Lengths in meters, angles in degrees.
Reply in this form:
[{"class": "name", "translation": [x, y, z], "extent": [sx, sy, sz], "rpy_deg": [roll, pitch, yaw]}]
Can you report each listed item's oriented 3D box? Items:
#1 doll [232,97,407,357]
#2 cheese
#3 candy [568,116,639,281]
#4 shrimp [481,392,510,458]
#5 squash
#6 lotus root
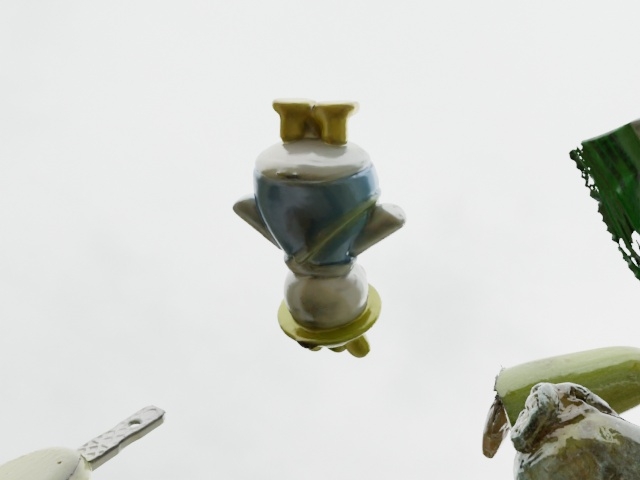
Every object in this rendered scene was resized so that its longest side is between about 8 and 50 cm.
[{"class": "doll", "translation": [0.000, -0.001, 0.877], "extent": [0.135, 0.098, 0.241], "rpy_deg": [-10, -61, -6]}, {"class": "cheese", "translation": [-0.259, 0.234, 1.042], "extent": [0.127, 0.251, 0.054], "rpy_deg": [14, -56, 44]}, {"class": "candy", "translation": [0.317, -0.060, 0.830], "extent": [0.203, 0.078, 0.141], "rpy_deg": [-29, -95, 11]}, {"class": "shrimp", "translation": [0.306, 0.259, 1.682], "extent": [0.046, 0.152, 0.219], "rpy_deg": [23, -36, 17]}, {"class": "squash", "translation": [0.377, 0.197, 1.454], "extent": [0.288, 0.137, 0.137], "rpy_deg": [-21, -56, -6]}, {"class": "lotus root", "translation": [0.348, 0.297, 1.116], "extent": [0.350, 0.175, 0.175], "rpy_deg": [35, -50, 9]}]
